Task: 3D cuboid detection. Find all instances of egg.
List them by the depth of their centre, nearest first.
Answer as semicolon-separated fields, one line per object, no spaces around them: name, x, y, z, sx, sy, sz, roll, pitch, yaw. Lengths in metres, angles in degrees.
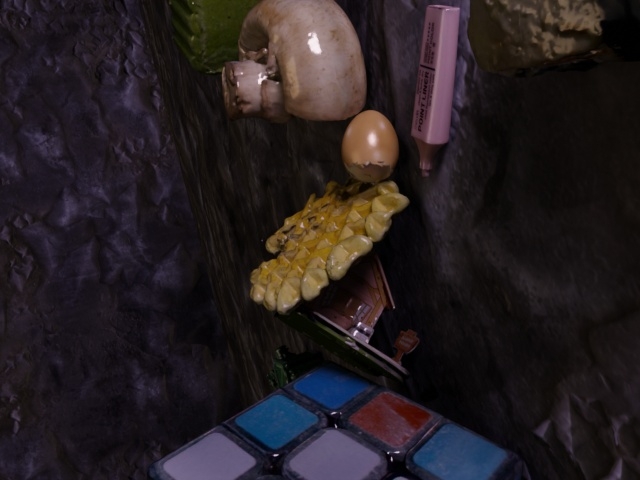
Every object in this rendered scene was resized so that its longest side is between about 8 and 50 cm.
egg;0.067;-0.130;0.749;0.080;0.080;0.096;125;146;-63

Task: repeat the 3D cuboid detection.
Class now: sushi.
sushi;0.203;-0.160;0.345;0.273;0.109;0.134;-138;39;-54

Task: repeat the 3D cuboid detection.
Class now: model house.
model house;0.055;0.111;0.902;0.207;0.154;0.294;32;166;-4

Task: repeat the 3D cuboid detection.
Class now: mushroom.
mushroom;-0.050;-0.268;0.799;0.254;0.195;0.188;-156;58;-62

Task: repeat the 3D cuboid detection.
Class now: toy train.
toy train;-0.039;0.379;1.298;0.154;0.115;0.269;-15;89;60

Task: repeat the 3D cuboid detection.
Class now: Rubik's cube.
Rubik's cube;0.021;0.418;0.718;0.359;0.363;0.362;14;118;40

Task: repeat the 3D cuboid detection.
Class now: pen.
pen;0.130;-0.165;0.634;0.053;0.032;0.197;-136;39;-53

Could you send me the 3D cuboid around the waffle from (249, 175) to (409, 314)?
waffle;0.001;0.002;0.794;0.056;0.261;0.250;52;173;-23

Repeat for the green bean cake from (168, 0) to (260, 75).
green bean cake;-0.137;-0.387;0.917;0.113;0.214;0.200;54;150;36
